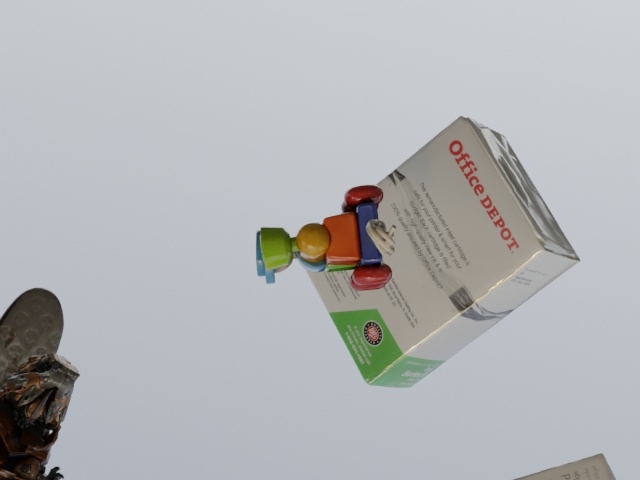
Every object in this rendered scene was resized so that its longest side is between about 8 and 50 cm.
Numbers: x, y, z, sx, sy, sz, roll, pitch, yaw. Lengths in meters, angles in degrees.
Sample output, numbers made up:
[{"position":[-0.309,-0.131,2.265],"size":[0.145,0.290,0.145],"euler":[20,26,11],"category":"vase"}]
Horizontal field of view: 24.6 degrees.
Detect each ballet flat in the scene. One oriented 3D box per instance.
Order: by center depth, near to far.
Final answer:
[{"position":[-0.377,0.170,1.797],"size":[0.084,0.250,0.058],"euler":[12,-167,-20],"category":"ballet flat"}]

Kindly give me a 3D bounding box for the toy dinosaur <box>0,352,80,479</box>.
[{"position":[-0.328,0.254,1.350],"size":[0.164,0.322,0.218],"euler":[18,-174,-17],"category":"toy dinosaur"}]

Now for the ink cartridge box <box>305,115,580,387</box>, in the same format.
[{"position":[0.144,0.019,1.822],"size":[0.121,0.289,0.211],"euler":[15,-138,-56],"category":"ink cartridge box"}]

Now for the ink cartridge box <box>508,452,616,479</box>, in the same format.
[{"position":[0.181,0.393,1.629],"size":[0.353,0.119,0.207],"euler":[-19,-120,10],"category":"ink cartridge box"}]

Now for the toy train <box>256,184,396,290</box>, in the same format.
[{"position":[0.000,0.000,1.539],"size":[0.143,0.105,0.248],"euler":[-6,175,-1],"category":"toy train"}]
